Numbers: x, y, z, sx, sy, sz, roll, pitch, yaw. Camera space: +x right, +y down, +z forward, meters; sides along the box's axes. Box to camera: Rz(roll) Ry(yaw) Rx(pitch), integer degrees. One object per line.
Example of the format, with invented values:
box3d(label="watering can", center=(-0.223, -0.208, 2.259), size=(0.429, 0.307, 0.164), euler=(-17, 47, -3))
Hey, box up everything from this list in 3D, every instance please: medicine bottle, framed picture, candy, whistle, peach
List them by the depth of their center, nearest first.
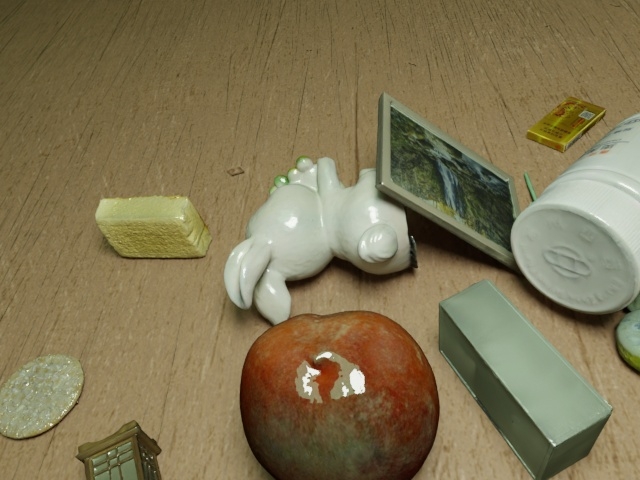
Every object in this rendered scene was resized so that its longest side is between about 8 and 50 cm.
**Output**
box3d(label="peach", center=(0.022, 0.200, 0.658), size=(0.253, 0.252, 0.252), euler=(-6, 47, 7))
box3d(label="whistle", center=(0.480, 0.112, 0.769), size=(0.104, 0.057, 0.198), euler=(-1, 40, 18))
box3d(label="medicine bottle", center=(0.450, -0.050, 0.796), size=(0.332, 0.190, 0.190), euler=(-34, 50, -30))
box3d(label="framed picture", center=(0.225, -0.097, 0.889), size=(0.324, 0.020, 0.240), euler=(28, 45, -21))
box3d(label="candy", center=(0.394, -0.067, 0.956), size=(0.061, 0.060, 0.201), euler=(-4, 39, 8))

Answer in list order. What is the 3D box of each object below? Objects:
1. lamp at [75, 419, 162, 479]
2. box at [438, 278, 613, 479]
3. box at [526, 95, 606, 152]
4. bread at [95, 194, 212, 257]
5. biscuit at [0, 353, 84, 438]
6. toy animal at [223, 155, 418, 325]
box3d(label="lamp", center=(-0.218, 0.387, 0.635), size=(0.090, 0.089, 0.325), euler=(-24, 47, -9))
box3d(label="box", center=(0.253, 0.179, 0.697), size=(0.086, 0.129, 0.225), euler=(-25, 48, -11))
box3d(label="box", center=(0.514, -0.245, 1.104), size=(0.156, 0.022, 0.089), euler=(-39, 53, -23))
box3d(label="bread", center=(-0.318, -0.025, 1.007), size=(0.188, 0.125, 0.068), euler=(-1, 49, 12))
box3d(label="biscuit", center=(-0.456, 0.249, 0.857), size=(0.152, 0.020, 0.152), euler=(-7, 48, 7))
box3d(label="toy animal", center=(0.000, -0.002, 0.880), size=(0.310, 0.182, 0.247), euler=(-10, 47, 3))
